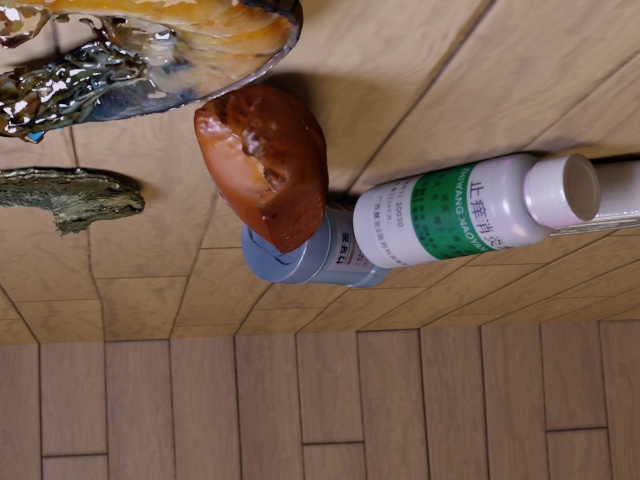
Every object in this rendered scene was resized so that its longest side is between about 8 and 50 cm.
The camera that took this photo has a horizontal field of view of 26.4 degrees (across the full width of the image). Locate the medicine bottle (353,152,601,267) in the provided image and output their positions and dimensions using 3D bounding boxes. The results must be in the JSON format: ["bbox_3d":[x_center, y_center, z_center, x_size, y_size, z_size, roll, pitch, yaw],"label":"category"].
[{"bbox_3d":[0.156,-0.032,1.388,0.260,0.095,0.095,-13,167,41],"label":"medicine bottle"}]

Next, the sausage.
[{"bbox_3d":[-0.042,-0.061,1.142,0.102,0.102,0.330,-3,172,2],"label":"sausage"}]

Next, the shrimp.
[{"bbox_3d":[-0.158,-0.119,0.859,0.290,0.054,0.222,-15,166,38],"label":"shrimp"}]

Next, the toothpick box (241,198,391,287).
[{"bbox_3d":[0.000,0.000,1.510,0.101,0.101,0.153,-11,169,40],"label":"toothpick box"}]

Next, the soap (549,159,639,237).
[{"bbox_3d":[0.283,-0.043,1.456,0.183,0.063,0.121,-7,173,25],"label":"soap"}]

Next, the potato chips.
[{"bbox_3d":[-0.275,-0.039,1.401,0.202,0.029,0.220,-12,166,29],"label":"potato chips"}]
